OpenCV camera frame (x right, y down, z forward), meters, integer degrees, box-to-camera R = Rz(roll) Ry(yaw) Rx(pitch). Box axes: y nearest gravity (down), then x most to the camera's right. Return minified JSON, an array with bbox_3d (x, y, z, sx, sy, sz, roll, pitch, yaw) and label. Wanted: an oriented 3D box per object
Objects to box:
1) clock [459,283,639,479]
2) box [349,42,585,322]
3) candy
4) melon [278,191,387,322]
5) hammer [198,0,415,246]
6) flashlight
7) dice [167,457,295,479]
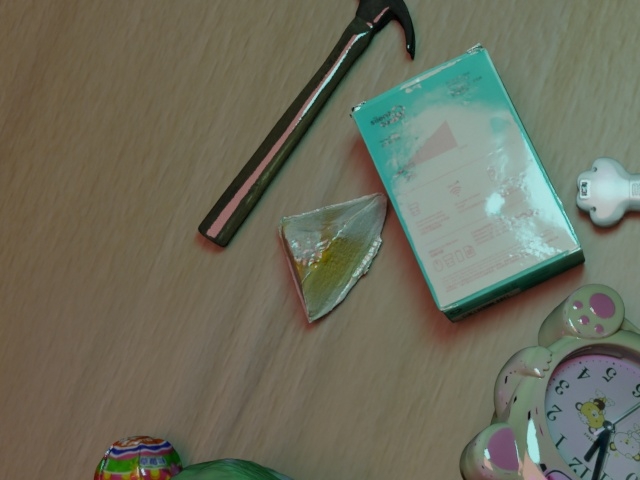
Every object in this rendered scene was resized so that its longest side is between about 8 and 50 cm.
[{"bbox_3d":[0.335,0.235,1.561,0.284,0.114,0.309,42,59,6],"label":"clock"},{"bbox_3d":[0.196,-0.072,1.733,0.205,0.118,0.311,-26,74,6],"label":"box"},{"bbox_3d":[-0.240,0.447,1.762,0.124,0.124,0.365,-1,88,15],"label":"candy"},{"bbox_3d":[-0.002,-0.001,1.787,0.139,0.093,0.202,31,83,26],"label":"melon"},{"bbox_3d":[-0.029,-0.179,1.856,0.168,0.044,0.440,37,90,20],"label":"hammer"},{"bbox_3d":[0.436,-0.062,1.706,0.200,0.047,0.093,1,79,12],"label":"flashlight"},{"bbox_3d":[-0.074,0.462,1.582,0.330,0.322,0.318,28,86,17],"label":"dice"}]
